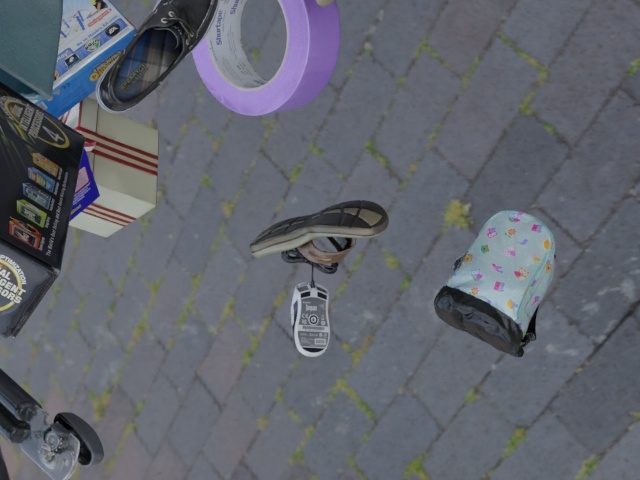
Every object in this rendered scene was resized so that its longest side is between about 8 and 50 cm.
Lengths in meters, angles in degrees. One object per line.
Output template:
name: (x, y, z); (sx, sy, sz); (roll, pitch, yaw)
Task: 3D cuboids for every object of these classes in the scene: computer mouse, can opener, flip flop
computer mouse: (-0.022, 0.110, 1.591); (0.042, 0.106, 0.193); (156, 119, -63)
can opener: (-0.447, 0.274, 1.393); (0.283, 0.095, 0.076); (30, 99, 33)
flip flop: (0.000, 0.000, 1.470); (0.277, 0.112, 0.080); (-14, 105, 37)

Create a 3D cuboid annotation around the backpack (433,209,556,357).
backpack: (0.259, 0.051, 1.258); (0.151, 0.115, 0.182); (29, 74, 20)

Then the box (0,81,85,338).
box: (-0.408, -0.098, 0.920); (0.097, 0.318, 0.395); (-52, 22, 15)

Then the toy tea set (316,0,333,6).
toy tea set: (0.014, -0.469, 1.303); (0.124, 0.200, 0.336); (37, 158, 13)

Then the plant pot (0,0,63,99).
plant pot: (-0.498, -0.357, 1.212); (0.247, 0.248, 0.252); (6, 76, 25)

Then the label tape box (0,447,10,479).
label tape box: (-0.555, 0.260, 1.150); (0.115, 0.249, 0.348); (-27, 79, 56)

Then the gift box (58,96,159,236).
gift box: (-0.541, -0.189, 2.130); (0.276, 0.258, 0.255); (-32, 52, 36)

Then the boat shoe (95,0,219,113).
boat shoe: (-0.202, -0.257, 1.153); (0.080, 0.228, 0.076); (46, 166, -22)

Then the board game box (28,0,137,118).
board game box: (-0.599, -0.447, 2.017); (0.308, 0.086, 0.302); (-39, 64, -7)

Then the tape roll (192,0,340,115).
tape roll: (-0.099, -0.356, 1.540); (0.274, 0.090, 0.275); (13, 110, 37)

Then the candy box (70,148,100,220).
candy box: (-0.614, -0.089, 1.625); (0.317, 0.268, 0.122); (15, 132, 25)
